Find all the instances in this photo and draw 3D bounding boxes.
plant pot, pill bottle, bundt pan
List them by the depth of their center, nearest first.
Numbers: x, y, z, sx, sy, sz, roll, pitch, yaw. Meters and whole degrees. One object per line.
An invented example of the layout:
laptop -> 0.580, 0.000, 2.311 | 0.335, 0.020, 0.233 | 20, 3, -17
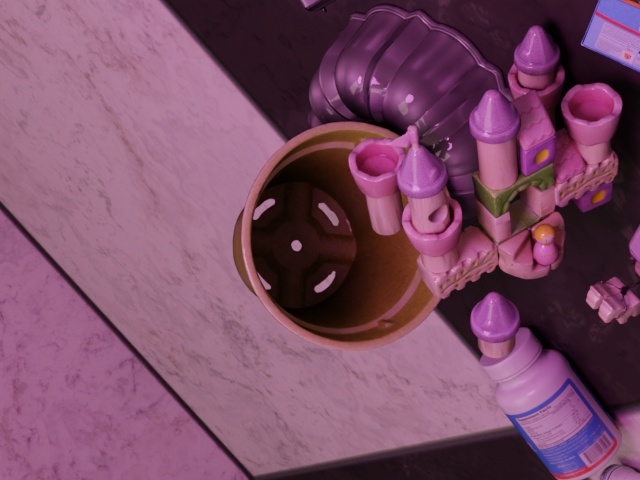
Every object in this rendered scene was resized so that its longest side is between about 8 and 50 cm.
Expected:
plant pot -> 0.000, 0.000, 1.630 | 0.276, 0.276, 0.254 | 51, 164, -10
bundt pan -> 0.113, -0.139, 1.663 | 0.331, 0.124, 0.331 | 33, 151, 21
pill bottle -> 0.337, 0.240, 1.872 | 0.221, 0.124, 0.124 | 52, 153, -11

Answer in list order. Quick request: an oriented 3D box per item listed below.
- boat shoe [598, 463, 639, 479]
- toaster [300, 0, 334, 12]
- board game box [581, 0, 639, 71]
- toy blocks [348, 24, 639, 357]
boat shoe -> 0.517, 0.461, 1.957 | 0.258, 0.095, 0.084 | 55, 156, -20
toaster -> 0.046, -0.351, 1.418 | 0.110, 0.168, 0.186 | 55, 151, -12
board game box -> 0.342, -0.226, 1.143 | 0.160, 0.039, 0.211 | 28, 148, 12
toy blocks -> 0.217, -0.073, 1.356 | 0.309, 0.288, 0.260 | 53, 166, 36
